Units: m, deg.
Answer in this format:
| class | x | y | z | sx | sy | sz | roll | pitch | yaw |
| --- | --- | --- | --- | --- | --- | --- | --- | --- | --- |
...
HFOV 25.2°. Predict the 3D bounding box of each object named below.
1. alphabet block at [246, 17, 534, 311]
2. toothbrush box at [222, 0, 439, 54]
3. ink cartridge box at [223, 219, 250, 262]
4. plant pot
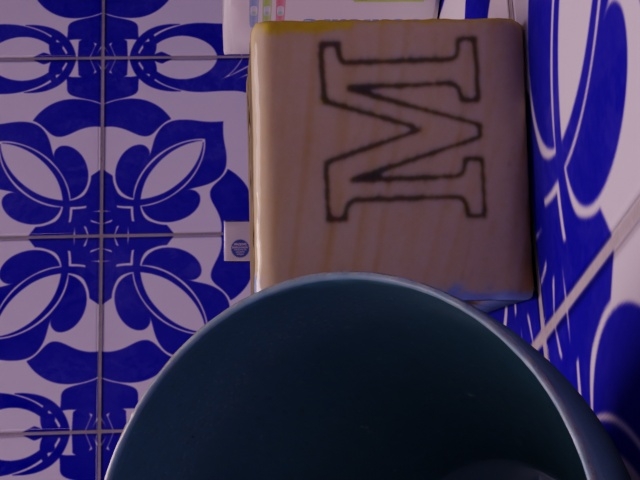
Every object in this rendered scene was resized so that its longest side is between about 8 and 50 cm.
| class | x | y | z | sx | sy | sz | roll | pitch | yaw |
| --- | --- | --- | --- | --- | --- | --- | --- | --- | --- |
| alphabet block | 0.042 | -0.045 | 1.055 | 0.192 | 0.194 | 0.197 | 133 | 136 | -82 |
| toothbrush box | 0.002 | -0.321 | 1.432 | 0.122 | 0.206 | 0.283 | 95 | 173 | -50 |
| ink cartridge box | 0.000 | 0.000 | 1.526 | 0.097 | 0.207 | 0.046 | -176 | 86 | -86 |
| plant pot | 0.052 | 0.175 | 0.746 | 0.195 | 0.290 | 0.290 | 20 | -116 | -54 |
